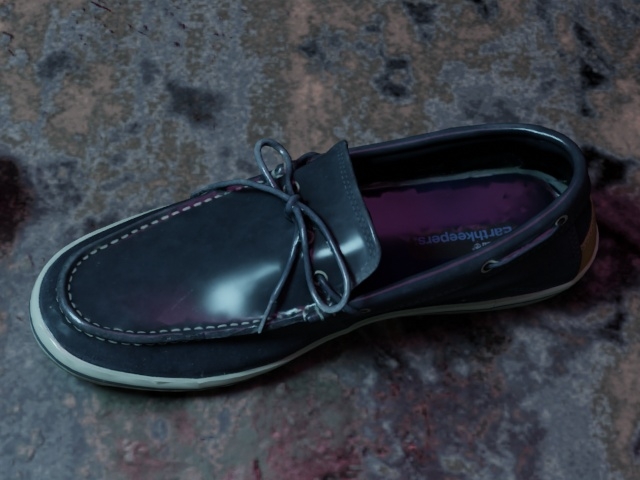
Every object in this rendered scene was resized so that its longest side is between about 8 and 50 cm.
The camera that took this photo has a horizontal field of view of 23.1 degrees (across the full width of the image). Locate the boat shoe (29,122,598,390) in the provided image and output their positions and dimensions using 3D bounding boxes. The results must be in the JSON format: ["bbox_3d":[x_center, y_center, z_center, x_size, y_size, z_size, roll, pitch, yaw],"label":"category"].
[{"bbox_3d":[0.000,0.000,1.324,0.500,0.156,0.187,-10,59,-8],"label":"boat shoe"}]
